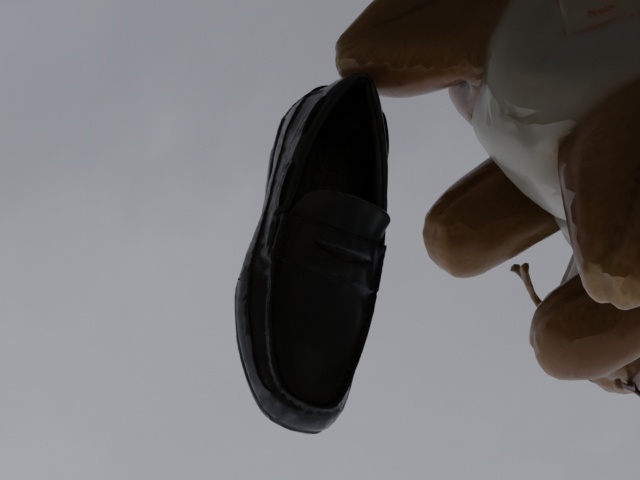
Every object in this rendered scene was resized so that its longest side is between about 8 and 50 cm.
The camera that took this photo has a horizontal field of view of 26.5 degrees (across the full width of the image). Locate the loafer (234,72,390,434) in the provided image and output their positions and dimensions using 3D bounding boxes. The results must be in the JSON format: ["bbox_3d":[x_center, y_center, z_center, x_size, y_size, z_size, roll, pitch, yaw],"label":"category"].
[{"bbox_3d":[0.000,0.000,0.773,0.076,0.078,0.223,19,-126,-20],"label":"loafer"}]

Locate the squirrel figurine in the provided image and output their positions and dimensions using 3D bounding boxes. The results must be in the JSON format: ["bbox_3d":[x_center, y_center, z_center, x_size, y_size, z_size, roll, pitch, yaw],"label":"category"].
[{"bbox_3d":[0.261,-0.069,0.897,0.397,0.370,0.281,-47,-133,-7],"label":"squirrel figurine"}]
